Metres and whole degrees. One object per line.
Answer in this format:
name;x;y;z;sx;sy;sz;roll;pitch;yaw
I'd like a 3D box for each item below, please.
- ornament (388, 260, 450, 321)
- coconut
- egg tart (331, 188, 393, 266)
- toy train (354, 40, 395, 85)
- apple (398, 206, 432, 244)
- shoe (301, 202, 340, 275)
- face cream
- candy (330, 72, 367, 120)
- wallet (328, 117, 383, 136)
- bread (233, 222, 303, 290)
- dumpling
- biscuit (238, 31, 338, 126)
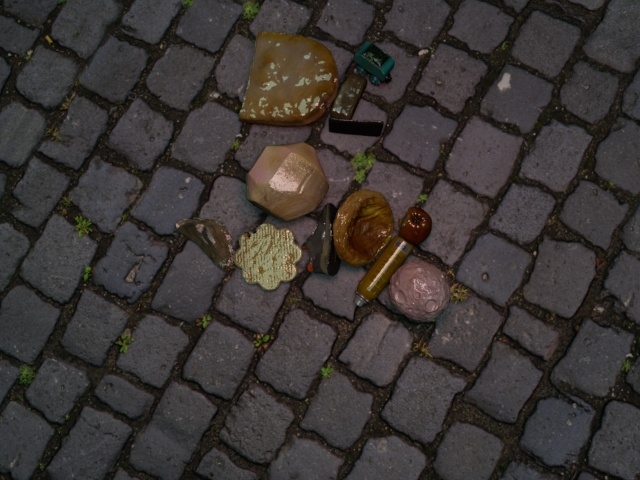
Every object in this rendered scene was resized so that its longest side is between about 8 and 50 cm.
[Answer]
ornament;0.418;0.206;1.704;0.259;0.259;0.225;39;101;5
coconut;-0.136;-0.257;1.741;0.353;0.352;0.352;0;85;2
egg tart;0.165;-0.060;1.753;0.352;0.150;0.351;-12;109;-38
toy train;0.244;-0.797;1.847;0.198;0.154;0.107;38;85;5
apple;0.416;-0.063;1.778;0.147;0.158;0.156;37;83;2
shoe;0.000;0.000;1.817;0.171;0.132;0.336;-9;65;31
face cream;0.266;0.144;1.794;0.105;0.105;0.348;37;88;4
candy;0.126;-0.648;1.864;0.104;0.102;0.234;24;89;3
wallet;0.157;-0.511;1.841;0.244;0.124;0.025;6;78;3
bread;-0.234;0.069;1.844;0.316;0.054;0.315;0;84;3
dumpling;-0.501;-0.015;1.848;0.332;0.086;0.166;40;90;0
biscuit;-0.136;-0.738;1.881;0.446;0.104;0.429;6;86;5
